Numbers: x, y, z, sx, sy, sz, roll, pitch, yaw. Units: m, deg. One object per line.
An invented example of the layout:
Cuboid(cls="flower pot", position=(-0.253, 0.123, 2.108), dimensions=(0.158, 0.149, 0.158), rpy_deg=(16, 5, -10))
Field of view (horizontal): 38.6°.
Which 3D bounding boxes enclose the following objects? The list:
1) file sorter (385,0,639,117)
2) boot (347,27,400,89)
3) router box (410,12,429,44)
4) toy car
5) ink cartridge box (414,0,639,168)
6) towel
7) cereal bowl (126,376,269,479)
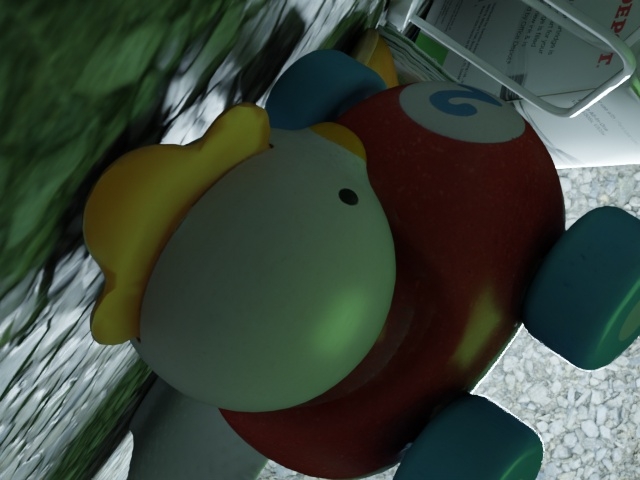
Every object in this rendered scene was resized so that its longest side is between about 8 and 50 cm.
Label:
Cuboid(cls="file sorter", position=(0.200, -0.250, 0.649), dimensions=(0.278, 0.173, 0.193), rpy_deg=(-54, 178, -4))
Cuboid(cls="boot", position=(0.090, -0.053, 0.743), dimensions=(0.104, 0.211, 0.295), rpy_deg=(-56, 178, -7))
Cuboid(cls="router box", position=(0.153, -0.266, 1.175), dimensions=(0.133, 0.046, 0.179), rpy_deg=(-54, 179, 39))
Cuboid(cls="toy car", position=(0.000, 0.000, 0.391), dimensions=(0.210, 0.219, 0.238), rpy_deg=(-55, 150, 2))
Cuboid(cls="ink cartridge box", position=(0.227, -0.181, 0.863), dimensions=(0.289, 0.121, 0.211), rpy_deg=(3, -118, 52))
Cuboid(cls="towel", position=(0.076, -0.118, 0.794), dimensions=(0.023, 0.113, 0.152), rpy_deg=(-50, 178, -16))
Cuboid(cls="cereal bowl", position=(-0.105, 0.176, 1.001), dimensions=(0.339, 0.141, 0.339), rpy_deg=(-55, 179, -2))
